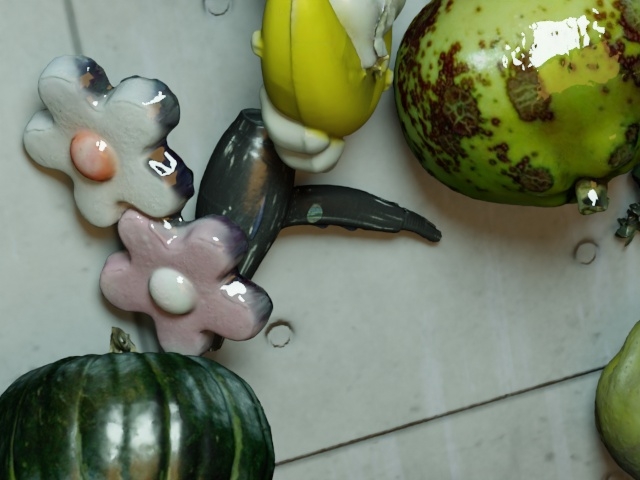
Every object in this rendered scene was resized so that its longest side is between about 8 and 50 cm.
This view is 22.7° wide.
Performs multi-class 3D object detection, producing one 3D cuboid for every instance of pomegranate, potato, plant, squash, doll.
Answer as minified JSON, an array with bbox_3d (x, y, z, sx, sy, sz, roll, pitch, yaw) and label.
[{"bbox_3d":[0.155,-0.160,1.182,0.221,0.204,0.277,-17,108,-3],"label":"pomegranate"},{"bbox_3d":[0.359,0.147,1.365,0.251,0.159,0.174,21,125,-10],"label":"potato"},{"bbox_3d":[0.279,-0.039,1.339,0.051,0.051,0.102,19,105,-22],"label":"plant"},{"bbox_3d":[-0.142,0.162,1.180,0.218,0.172,0.218,-2,140,-2],"label":"squash"},{"bbox_3d":[0.008,-0.181,1.129,0.111,0.237,0.252,11,144,15],"label":"doll"}]

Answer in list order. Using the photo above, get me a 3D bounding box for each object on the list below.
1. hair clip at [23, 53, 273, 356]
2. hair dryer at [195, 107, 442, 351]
[{"bbox_3d":[-0.128,-0.024,1.180,0.146,0.075,0.257,-14,106,29],"label":"hair clip"},{"bbox_3d":[0.000,0.000,1.263,0.219,0.075,0.196,6,114,-27],"label":"hair dryer"}]
